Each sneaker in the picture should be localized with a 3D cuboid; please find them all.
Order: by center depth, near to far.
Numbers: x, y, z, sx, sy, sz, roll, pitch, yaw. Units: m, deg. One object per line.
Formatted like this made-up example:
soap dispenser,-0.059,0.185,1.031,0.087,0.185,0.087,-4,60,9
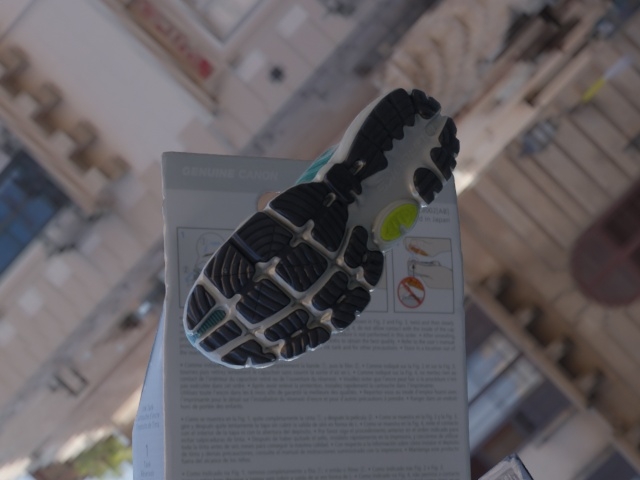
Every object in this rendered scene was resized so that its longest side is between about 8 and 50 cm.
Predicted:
sneaker,0.000,0.000,1.280,0.107,0.110,0.275,50,-120,-7

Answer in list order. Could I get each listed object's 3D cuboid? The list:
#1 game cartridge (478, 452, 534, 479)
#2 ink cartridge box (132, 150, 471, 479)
game cartridge,0.194,0.259,1.738,0.017,0.056,0.083,46,-170,-46
ink cartridge box,-0.017,0.122,1.582,0.308,0.091,0.384,2,-100,-27
